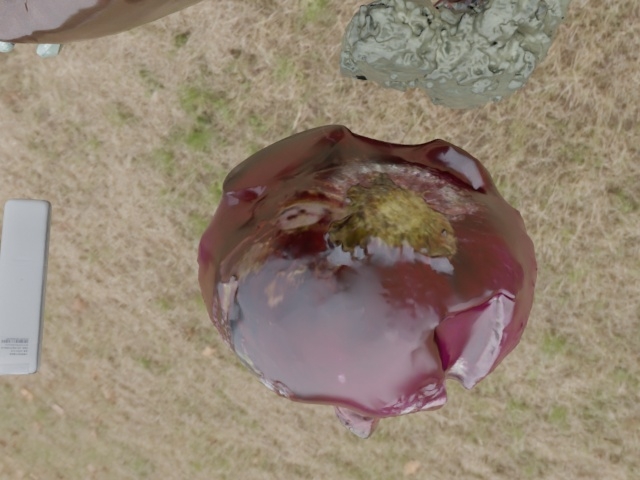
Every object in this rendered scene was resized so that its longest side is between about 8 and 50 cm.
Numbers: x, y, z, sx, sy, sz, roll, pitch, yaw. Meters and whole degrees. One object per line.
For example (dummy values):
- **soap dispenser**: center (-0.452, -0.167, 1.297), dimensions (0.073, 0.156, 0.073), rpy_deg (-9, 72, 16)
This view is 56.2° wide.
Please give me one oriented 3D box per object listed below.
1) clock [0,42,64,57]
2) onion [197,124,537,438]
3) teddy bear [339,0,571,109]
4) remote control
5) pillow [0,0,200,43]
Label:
- **clock**: center (-0.595, -0.450, 1.123), dimensions (0.243, 0.146, 0.199), rpy_deg (21, 129, -18)
- **onion**: center (0.059, 0.081, 0.776), dimensions (0.399, 0.398, 0.420), rpy_deg (14, 137, 21)
- **teddy bear**: center (0.202, -0.354, 1.029), dimensions (0.368, 0.224, 0.357), rpy_deg (9, 164, -35)
- **remote control**: center (-0.442, 0.067, 0.890), dimensions (0.067, 0.260, 0.029), rpy_deg (2, 172, -11)
- **pillow**: center (-0.096, -0.280, 0.509), dimensions (0.306, 0.308, 0.108), rpy_deg (-17, 113, 34)
